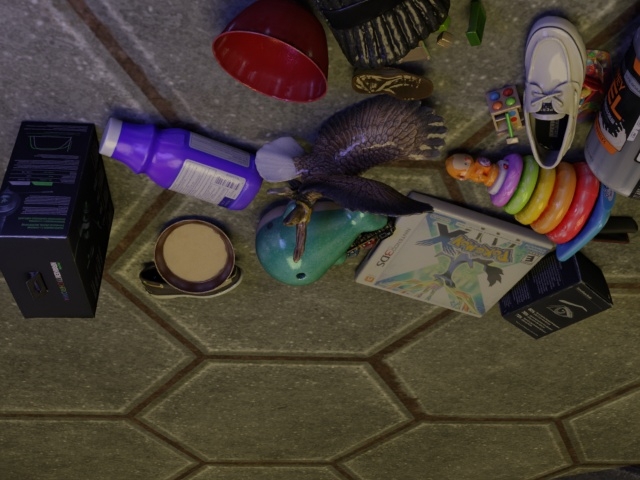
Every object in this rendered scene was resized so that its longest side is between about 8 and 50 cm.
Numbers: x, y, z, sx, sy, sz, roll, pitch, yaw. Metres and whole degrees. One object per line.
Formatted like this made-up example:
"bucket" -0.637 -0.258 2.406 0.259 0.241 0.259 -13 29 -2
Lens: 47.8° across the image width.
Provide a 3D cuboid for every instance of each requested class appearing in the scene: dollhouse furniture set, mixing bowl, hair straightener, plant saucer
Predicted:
"dollhouse furniture set" 0.176 -0.330 1.129 0.152 0.058 0.076 -1 154 31
"mixing bowl" -0.061 -0.295 1.077 0.182 0.098 0.181 17 165 5
"hair straightener" 0.556 -0.043 1.510 0.231 0.047 0.089 8 141 -6
"plant saucer" -0.263 0.030 1.517 0.169 0.029 0.168 -1 113 -2

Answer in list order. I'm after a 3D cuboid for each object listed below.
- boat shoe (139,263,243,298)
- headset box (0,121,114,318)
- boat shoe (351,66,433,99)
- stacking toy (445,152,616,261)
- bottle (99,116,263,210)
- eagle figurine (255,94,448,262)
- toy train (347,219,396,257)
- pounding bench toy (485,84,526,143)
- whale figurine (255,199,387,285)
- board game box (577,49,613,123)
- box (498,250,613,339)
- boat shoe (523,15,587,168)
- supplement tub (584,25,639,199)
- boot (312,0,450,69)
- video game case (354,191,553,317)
"boat shoe" -0.285 0.080 1.586 0.228 0.081 0.068 -8 146 12
"headset box" -0.465 -0.025 1.279 0.131 0.282 0.246 1 143 -4
"boat shoe" 0.119 -0.265 1.191 0.136 0.045 0.050 7 133 -6
"stacking toy" 0.377 -0.103 1.355 0.302 0.175 0.165 19 144 -5
"bottle" -0.247 -0.141 1.294 0.283 0.092 0.118 18 142 -23
"eagle figurine" 0.057 -0.115 1.256 0.225 0.226 0.298 -19 178 -41
"toy train" 0.100 0.000 1.525 0.036 0.027 0.158 50 134 -11
"pounding bench toy" 0.320 -0.214 1.236 0.052 0.083 0.065 -16 141 17
"whale figurine" 0.000 0.000 1.449 0.272 0.141 0.216 -20 138 18
"board game box" 0.438 -0.248 1.239 0.133 0.033 0.168 -15 140 16
"box" 0.533 0.122 1.660 0.207 0.108 0.153 -31 133 31
"boat shoe" 0.376 -0.232 1.184 0.096 0.088 0.267 11 142 21
"supplement tub" 0.559 -0.228 1.142 0.194 0.193 0.316 1 141 -4
"boot" 0.119 -0.393 0.952 0.348 0.131 0.260 -17 134 35
"video game case" 0.282 0.043 1.578 0.329 0.036 0.300 16 139 -13
